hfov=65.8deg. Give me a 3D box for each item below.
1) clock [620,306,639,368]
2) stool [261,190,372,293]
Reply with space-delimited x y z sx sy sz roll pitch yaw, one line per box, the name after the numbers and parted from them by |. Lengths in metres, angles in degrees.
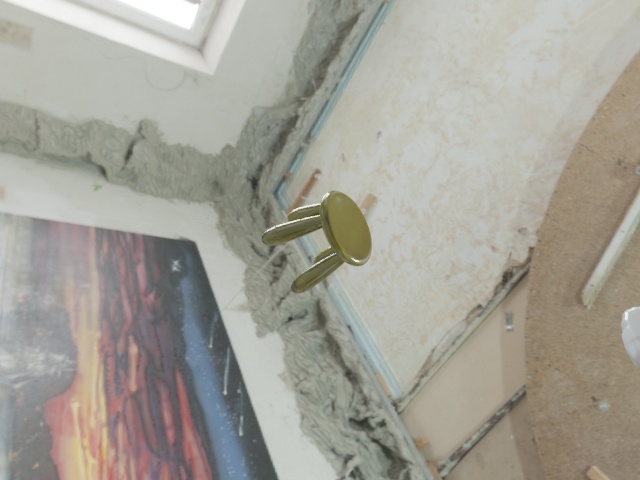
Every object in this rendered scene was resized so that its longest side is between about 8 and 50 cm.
0.287 0.074 0.295 0.176 0.117 0.080 -21 -148 20 | clock
0.000 0.000 0.703 0.110 0.135 0.134 -23 -123 31 | stool
